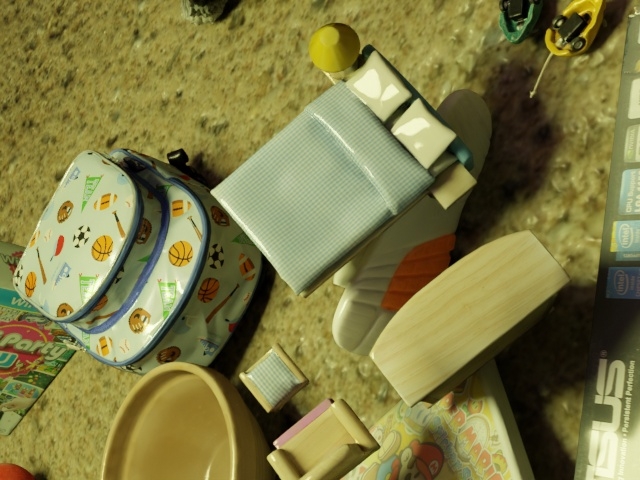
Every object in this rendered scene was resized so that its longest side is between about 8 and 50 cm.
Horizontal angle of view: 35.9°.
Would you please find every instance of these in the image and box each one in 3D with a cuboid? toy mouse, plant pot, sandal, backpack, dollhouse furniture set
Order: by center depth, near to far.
[{"bbox_3d":[0.000,0.000,0.775,0.286,0.198,0.303,-39,75,1],"label":"dollhouse furniture set"},{"bbox_3d":[0.213,-0.226,0.892,0.161,0.031,0.143,-51,46,22],"label":"toy mouse"},{"bbox_3d":[0.078,-0.019,0.927,0.076,0.102,0.265,21,84,50],"label":"sandal"},{"bbox_3d":[-0.124,0.252,1.037,0.237,0.110,0.237,-20,62,43],"label":"plant pot"},{"bbox_3d":[-0.203,0.030,1.140,0.263,0.213,0.276,27,94,38],"label":"backpack"}]

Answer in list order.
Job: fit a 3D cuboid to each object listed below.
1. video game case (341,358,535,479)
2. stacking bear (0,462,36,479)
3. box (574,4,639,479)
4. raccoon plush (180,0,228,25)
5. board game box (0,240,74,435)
[{"bbox_3d":[0.090,0.221,0.826,0.206,0.026,0.227,-48,28,25],"label":"video game case"},{"bbox_3d":[-0.392,0.392,1.255,0.289,0.175,0.164,38,108,55],"label":"stacking bear"},{"bbox_3d":[0.336,0.019,0.625,0.318,0.097,0.394,0,77,51],"label":"box"},{"bbox_3d":[-0.016,-0.438,1.164,0.446,0.299,0.216,137,123,-73],"label":"raccoon plush"},{"bbox_3d":[-0.474,0.136,1.374,0.303,0.224,0.097,-48,45,26],"label":"board game box"}]
